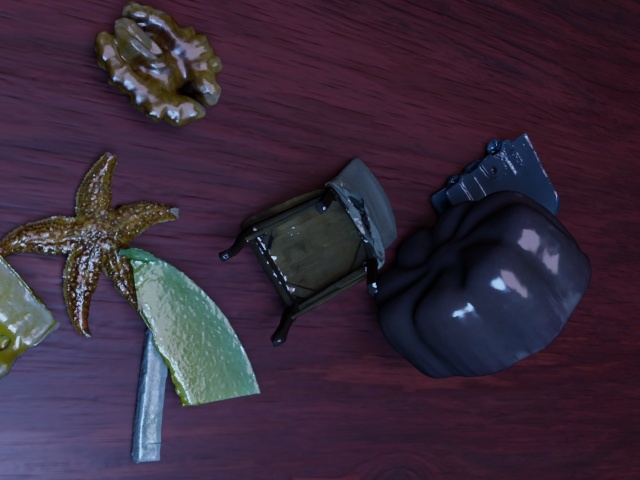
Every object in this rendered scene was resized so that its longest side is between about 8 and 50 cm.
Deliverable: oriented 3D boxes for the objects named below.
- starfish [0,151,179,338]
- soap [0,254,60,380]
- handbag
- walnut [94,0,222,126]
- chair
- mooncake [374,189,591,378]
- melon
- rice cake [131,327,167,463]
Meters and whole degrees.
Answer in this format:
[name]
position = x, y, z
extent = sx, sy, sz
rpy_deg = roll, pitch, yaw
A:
[starfish]
position = -0.284, 0.005, 0.879
extent = 0.241, 0.043, 0.227
rpy_deg = -11, 88, -28
[soap]
position = -0.449, 0.038, 0.716
extent = 0.199, 0.091, 0.315
rpy_deg = -49, 117, -31
[handbag]
position = 0.309, -0.074, 1.224
extent = 0.229, 0.062, 0.179
rpy_deg = -34, 100, -30
[walnut]
position = -0.214, -0.231, 0.937
extent = 0.170, 0.069, 0.143
rpy_deg = 43, 66, -17
[chair]
position = 0.000, 0.000, 0.998
extent = 0.186, 0.319, 0.160
rpy_deg = -29, 99, 15
[mooncake]
position = 0.223, 0.061, 1.020
extent = 0.154, 0.306, 0.306
rpy_deg = 44, 64, -17
[melon]
position = -0.182, 0.116, 0.906
extent = 0.114, 0.053, 0.261
rpy_deg = -39, 106, -33
[rice cake]
position = -0.216, 0.197, 0.897
extent = 0.033, 0.029, 0.170
rpy_deg = 10, 77, -33
